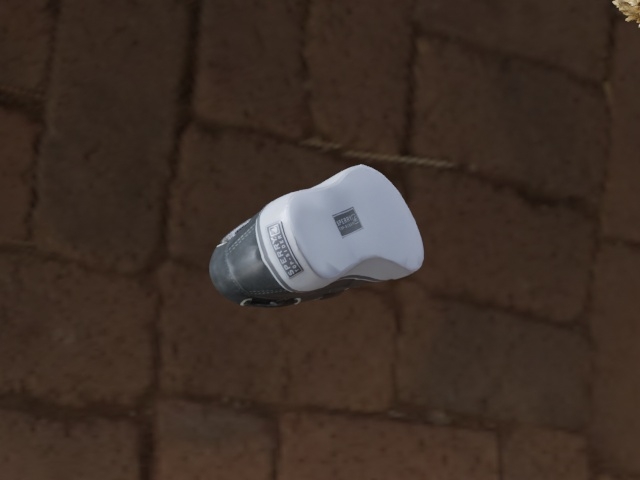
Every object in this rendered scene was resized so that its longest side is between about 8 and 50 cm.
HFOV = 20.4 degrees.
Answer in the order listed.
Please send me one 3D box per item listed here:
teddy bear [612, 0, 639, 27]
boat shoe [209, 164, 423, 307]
[{"bbox_3d":[0.364,-0.174,1.190,0.338,0.245,0.113,0,75,-28],"label":"teddy bear"},{"bbox_3d":[0.000,0.000,0.706,0.049,0.040,0.142,67,22,6],"label":"boat shoe"}]
